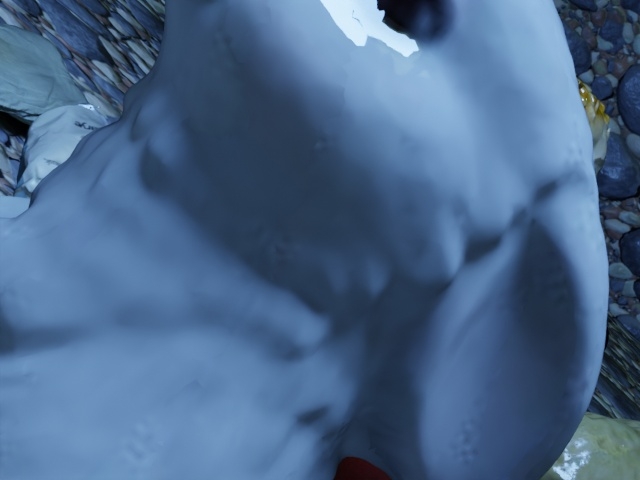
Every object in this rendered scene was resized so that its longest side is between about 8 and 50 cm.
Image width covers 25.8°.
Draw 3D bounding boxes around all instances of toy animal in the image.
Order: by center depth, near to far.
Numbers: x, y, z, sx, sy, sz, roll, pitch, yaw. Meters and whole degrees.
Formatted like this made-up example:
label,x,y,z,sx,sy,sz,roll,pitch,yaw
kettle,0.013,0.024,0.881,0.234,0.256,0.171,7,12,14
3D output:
label,x,y,z,sx,sy,sz,roll,pitch,yaw
toy animal,-0.036,0.056,0.459,0.258,0.357,0.194,42,9,6

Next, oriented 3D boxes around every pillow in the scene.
label,x,y,z,sx,sy,sz,roll,pitch,yaw
pillow,-0.271,-0.142,1.096,0.148,0.050,0.230,45,15,31

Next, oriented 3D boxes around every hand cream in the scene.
label,x,y,z,sx,sy,sz,roll,pitch,yaw
hand cream,-0.123,0.002,0.722,0.075,0.052,0.248,13,30,-22

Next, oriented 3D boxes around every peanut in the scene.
label,x,y,z,sx,sy,sz,roll,pitch,yaw
peanut,0.300,0.245,1.413,0.319,0.147,0.147,24,22,-43

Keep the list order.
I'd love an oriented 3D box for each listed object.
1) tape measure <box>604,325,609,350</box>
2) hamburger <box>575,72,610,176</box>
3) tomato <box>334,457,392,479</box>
label,x,y,z,sx,sy,sz,roll,pitch,yaw
tape measure,0.194,0.109,1.403,0.107,0.181,0.182,54,11,-3
hamburger,0.080,-0.055,1.211,0.330,0.250,0.330,20,-16,6
tomato,0.061,0.119,1.024,0.195,0.136,0.195,33,29,-21
